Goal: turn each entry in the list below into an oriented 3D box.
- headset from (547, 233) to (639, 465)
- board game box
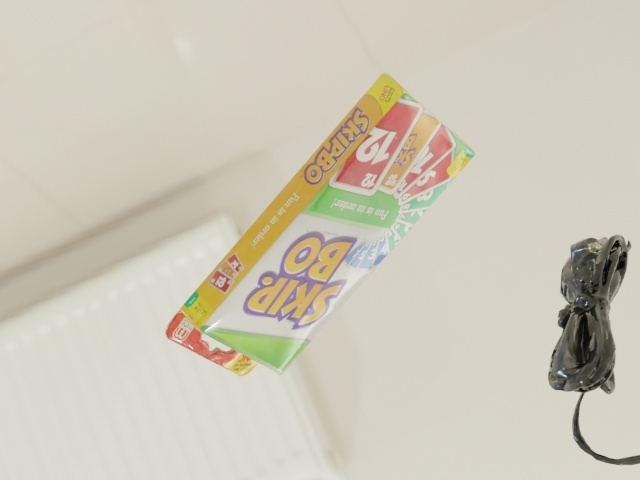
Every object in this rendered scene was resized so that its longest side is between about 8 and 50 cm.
[{"bbox_3d":[0.317,0.089,0.943,0.394,0.185,0.243,10,125,4],"label":"headset"},{"bbox_3d":[0.000,0.000,1.376,0.259,0.039,0.124,-47,143,7],"label":"board game box"}]
